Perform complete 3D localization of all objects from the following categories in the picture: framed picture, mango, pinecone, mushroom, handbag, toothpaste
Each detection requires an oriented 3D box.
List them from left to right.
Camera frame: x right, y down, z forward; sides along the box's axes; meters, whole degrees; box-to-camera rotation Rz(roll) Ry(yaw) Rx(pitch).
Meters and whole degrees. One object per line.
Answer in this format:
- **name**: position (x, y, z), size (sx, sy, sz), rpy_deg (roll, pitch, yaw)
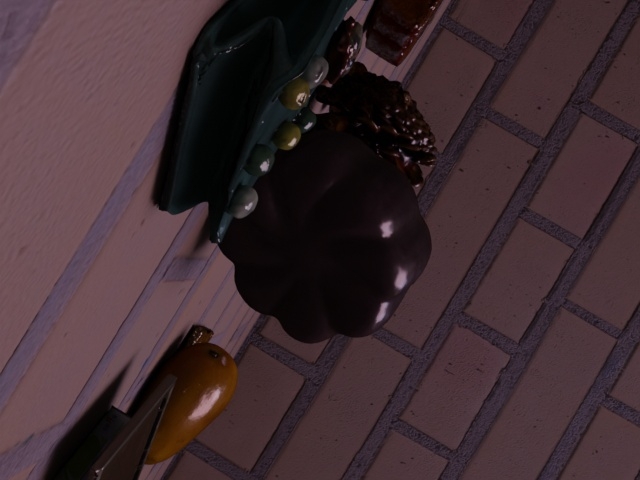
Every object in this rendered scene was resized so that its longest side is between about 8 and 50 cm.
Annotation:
- **toothpaste**: position (-0.369, 0.385, 1.169), size (0.336, 0.067, 0.081), rpy_deg (-56, 174, -49)
- **framed picture**: position (-0.301, 0.354, 1.213), size (0.289, 0.016, 0.213), rpy_deg (-65, 173, 32)
- **mango**: position (-0.258, 0.301, 1.535), size (0.254, 0.139, 0.175), rpy_deg (-51, 164, -22)
- **handbag**: position (-0.040, -0.153, 0.828), size (0.274, 0.100, 0.269), rpy_deg (-56, 175, -41)
- **mushroom**: position (0.053, -0.288, 1.608), size (0.123, 0.052, 0.123), rpy_deg (24, 90, -85)
- **pinecone**: position (0.058, -0.142, 1.412), size (0.292, 0.246, 0.246), rpy_deg (-51, -178, 33)

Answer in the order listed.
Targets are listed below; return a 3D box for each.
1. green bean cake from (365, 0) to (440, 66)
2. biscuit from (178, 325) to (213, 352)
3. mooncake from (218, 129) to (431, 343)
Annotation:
- **green bean cake**: position (0.174, -0.450, 1.532), size (0.233, 0.097, 0.198), rpy_deg (-57, 178, -38)
- **biscuit**: position (-0.273, 0.236, 1.732), size (0.131, 0.025, 0.231), rpy_deg (-57, 178, -9)
- **mooncake**: position (0.000, 0.000, 1.178), size (0.306, 0.306, 0.154), rpy_deg (-60, 176, 28)
